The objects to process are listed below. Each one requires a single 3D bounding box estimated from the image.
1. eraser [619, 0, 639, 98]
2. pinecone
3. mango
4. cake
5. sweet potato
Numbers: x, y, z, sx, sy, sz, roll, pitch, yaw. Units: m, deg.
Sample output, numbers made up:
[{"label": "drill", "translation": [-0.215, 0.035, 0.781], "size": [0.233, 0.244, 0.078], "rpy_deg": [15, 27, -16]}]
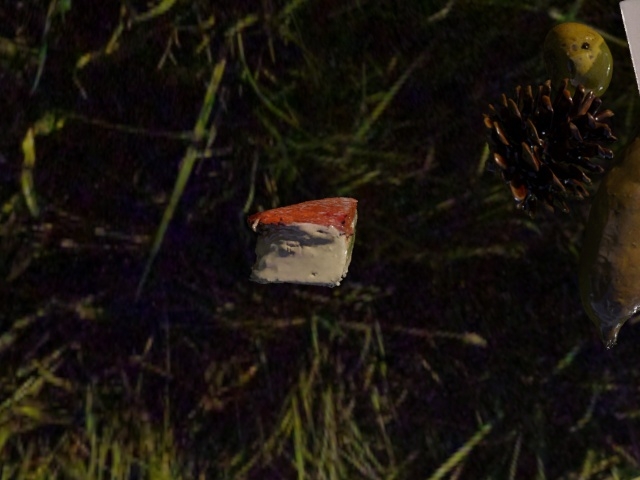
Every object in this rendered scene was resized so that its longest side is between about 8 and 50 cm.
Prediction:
[{"label": "eraser", "translation": [0.287, -0.121, 0.793], "size": [0.103, 0.150, 0.023], "rpy_deg": [-13, 166, 18]}, {"label": "pinecone", "translation": [0.327, -0.137, 1.527], "size": [0.207, 0.208, 0.208], "rpy_deg": [-5, 127, -6]}, {"label": "mango", "translation": [0.443, -0.314, 1.877], "size": [0.098, 0.195, 0.137], "rpy_deg": [-18, 106, -5]}, {"label": "cake", "translation": [-0.020, -0.002, 1.207], "size": [0.116, 0.220, 0.086], "rpy_deg": [6, 100, 3]}, {"label": "sweet potato", "translation": [0.505, -0.006, 1.765], "size": [0.157, 0.158, 0.370], "rpy_deg": [21, 91, -23]}]
